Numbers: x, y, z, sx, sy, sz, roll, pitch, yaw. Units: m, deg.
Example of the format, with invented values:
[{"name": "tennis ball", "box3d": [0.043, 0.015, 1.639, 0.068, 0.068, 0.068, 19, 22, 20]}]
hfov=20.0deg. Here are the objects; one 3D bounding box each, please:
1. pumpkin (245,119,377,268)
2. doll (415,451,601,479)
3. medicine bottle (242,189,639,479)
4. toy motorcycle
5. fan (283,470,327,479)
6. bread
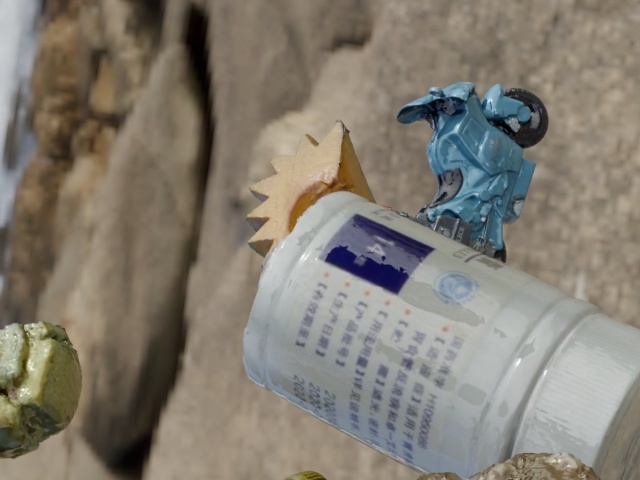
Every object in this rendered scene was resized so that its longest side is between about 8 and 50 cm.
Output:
[{"name": "pumpkin", "box3d": [0.000, 0.000, 2.178, 0.130, 0.149, 0.254, -21, 43, 26]}, {"name": "doll", "box3d": [0.146, 0.198, 1.258, 0.115, 0.221, 0.105, 91, 158, -51]}, {"name": "medicine bottle", "box3d": [0.119, 0.106, 1.503, 0.190, 0.332, 0.190, -47, -28, -35]}, {"name": "toy motorcycle", "box3d": [0.163, -0.078, 2.169, 0.123, 0.182, 0.272, 127, 162, -72]}, {"name": "fan", "box3d": [0.009, 0.322, 2.024, 0.155, 0.039, 0.082, 48, 140, 40]}, {"name": "bread", "box3d": [-0.292, 0.148, 1.619, 0.103, 0.156, 0.110, 67, -172, -51]}]
